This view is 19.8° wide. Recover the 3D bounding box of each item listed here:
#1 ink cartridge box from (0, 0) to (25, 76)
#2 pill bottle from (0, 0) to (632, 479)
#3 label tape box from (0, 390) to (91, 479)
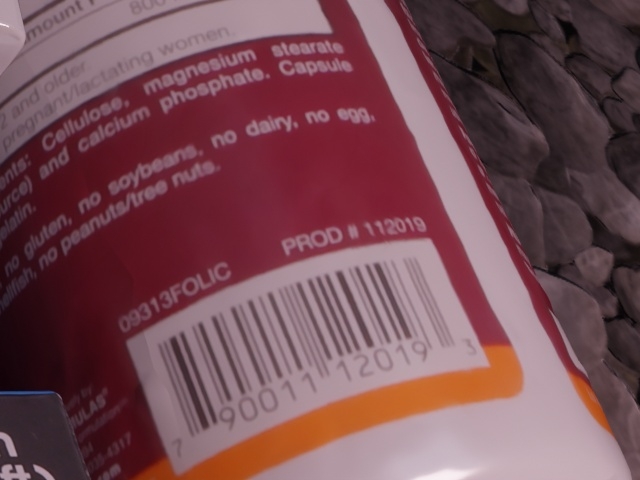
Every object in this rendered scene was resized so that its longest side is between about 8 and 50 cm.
[{"bbox_3d":[-0.225,-0.131,0.725,0.114,0.197,0.273,13,47,-35],"label":"ink cartridge box"},{"bbox_3d":[-0.050,-0.017,0.759,0.224,0.224,0.392,4,52,-41],"label":"pill bottle"},{"bbox_3d":[-0.187,0.119,0.548,0.241,0.106,0.333,3,46,-35],"label":"label tape box"}]
